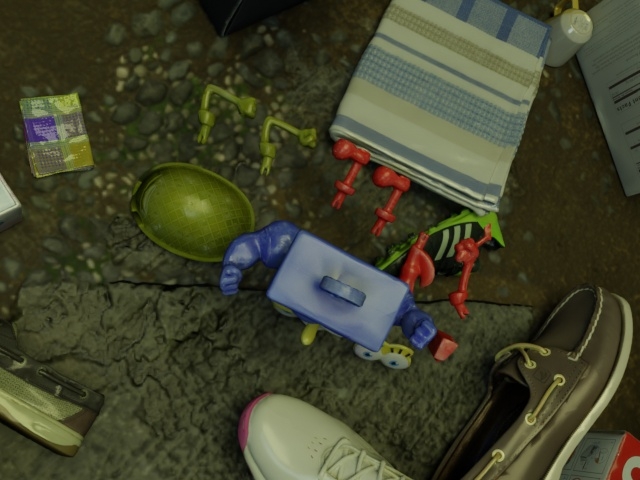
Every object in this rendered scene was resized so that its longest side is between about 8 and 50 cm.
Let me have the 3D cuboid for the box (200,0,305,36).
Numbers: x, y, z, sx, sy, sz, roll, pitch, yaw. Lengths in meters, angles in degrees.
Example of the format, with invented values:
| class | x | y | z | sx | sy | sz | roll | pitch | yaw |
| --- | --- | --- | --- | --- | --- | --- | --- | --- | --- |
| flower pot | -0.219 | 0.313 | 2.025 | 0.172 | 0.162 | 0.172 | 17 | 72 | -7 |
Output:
| class | x | y | z | sx | sy | sz | roll | pitch | yaw |
| --- | --- | --- | --- | --- | --- | --- | --- | --- | --- |
| box | -0.027 | -0.447 | 0.833 | 0.343 | 0.179 | 0.312 | -30 | 89 | -23 |

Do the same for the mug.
| class | x | y | z | sx | sy | sz | roll | pitch | yaw |
| --- | --- | --- | --- | --- | --- | --- | --- | --- | --- |
| mug | 0.309 | -0.270 | 0.982 | 0.062 | 0.064 | 0.078 | -20 | 85 | -23 |

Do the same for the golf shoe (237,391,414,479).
| class | x | y | z | sx | sy | sz | roll | pitch | yaw |
| --- | --- | --- | --- | --- | --- | --- | --- | --- | --- |
| golf shoe | 0.059 | 0.244 | 0.721 | 0.306 | 0.140 | 0.115 | 43 | 48 | -4 |

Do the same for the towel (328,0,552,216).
| class | x | y | z | sx | sy | sz | roll | pitch | yaw |
| --- | --- | --- | --- | --- | --- | --- | --- | --- | --- |
| towel | 0.149 | -0.184 | 0.901 | 0.209 | 0.034 | 0.285 | 25 | 65 | -2 |

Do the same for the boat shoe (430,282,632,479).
| class | x | y | z | sx | sy | sz | roll | pitch | yaw |
| --- | --- | --- | --- | --- | --- | --- | --- | --- | --- |
| boat shoe | 0.226 | 0.171 | 0.827 | 0.097 | 0.116 | 0.324 | 38 | 74 | -12 |

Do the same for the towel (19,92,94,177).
| class | x | y | z | sx | sy | sz | roll | pitch | yaw |
| --- | --- | --- | --- | --- | --- | --- | --- | --- | --- |
| towel | -0.260 | -0.104 | 0.760 | 0.060 | 0.009 | 0.083 | -10 | 82 | -22 |

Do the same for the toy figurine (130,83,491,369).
| class | x | y | z | sx | sy | sz | roll | pitch | yaw |
| --- | --- | --- | --- | --- | --- | --- | --- | --- | --- |
| toy figurine | 0.000 | 0.000 | 0.693 | 0.363 | 0.217 | 0.191 | 30 | 94 | -5 |

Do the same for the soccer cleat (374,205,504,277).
| class | x | y | z | sx | sy | sz | roll | pitch | yaw |
| --- | --- | --- | --- | --- | --- | --- | --- | --- | --- |
| soccer cleat | 0.135 | 0.015 | 0.856 | 0.179 | 0.060 | 0.072 | -26 | 89 | -26 |

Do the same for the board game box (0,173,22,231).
| class | x | y | z | sx | sy | sz | roll | pitch | yaw |
| --- | --- | --- | --- | --- | --- | --- | --- | --- | --- |
| board game box | -0.477 | -0.082 | 0.642 | 0.318 | 0.066 | 0.318 | -31 | 90 | -23 |

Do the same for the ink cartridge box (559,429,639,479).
| class | x | y | z | sx | sy | sz | roll | pitch | yaw |
| --- | --- | --- | --- | --- | --- | --- | --- | --- | --- |
| ink cartridge box | 0.318 | 0.400 | 0.799 | 0.272 | 0.130 | 0.309 | 35 | 68 | -11 |

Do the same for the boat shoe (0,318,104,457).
| class | x | y | z | sx | sy | sz | roll | pitch | yaw |
| --- | --- | --- | --- | --- | --- | --- | --- | --- | --- |
| boat shoe | -0.290 | 0.102 | 0.669 | 0.223 | 0.080 | 0.073 | 41 | 59 | -15 |

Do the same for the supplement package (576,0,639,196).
| class | x | y | z | sx | sy | sz | roll | pitch | yaw |
| --- | --- | --- | --- | --- | --- | --- | --- | --- | --- |
| supplement package | 0.443 | -0.198 | 0.978 | 0.139 | 0.134 | 0.244 | -15 | 84 | -23 |
